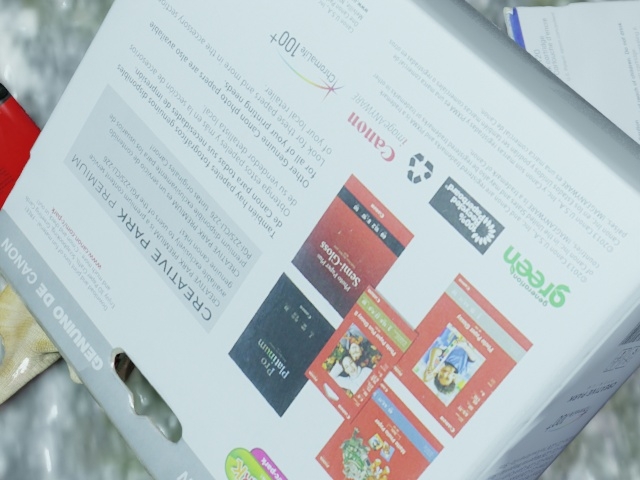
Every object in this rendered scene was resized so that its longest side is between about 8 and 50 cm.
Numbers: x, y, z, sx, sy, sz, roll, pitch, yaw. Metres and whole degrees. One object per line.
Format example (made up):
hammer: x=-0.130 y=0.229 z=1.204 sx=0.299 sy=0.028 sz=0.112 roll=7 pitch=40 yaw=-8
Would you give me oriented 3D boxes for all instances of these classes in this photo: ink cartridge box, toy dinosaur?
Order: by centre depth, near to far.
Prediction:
ink cartridge box: x=0.000 y=0.000 z=0.552 sx=0.309 sy=0.130 sz=0.272 roll=47 pitch=114 yaw=25
toy dinosaur: x=-0.161 y=0.059 z=0.644 sx=0.092 sy=0.053 sz=0.183 roll=22 pitch=66 yaw=8
ink cartridge box: x=0.249 y=-0.064 z=0.651 sx=0.332 sy=0.065 sz=0.165 roll=-7 pitch=82 yaw=-26

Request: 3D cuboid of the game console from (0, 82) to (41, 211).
game console: x=-0.249 y=-0.042 z=0.667 sx=0.144 sy=0.085 sz=0.124 roll=-41 pitch=118 yaw=-10
